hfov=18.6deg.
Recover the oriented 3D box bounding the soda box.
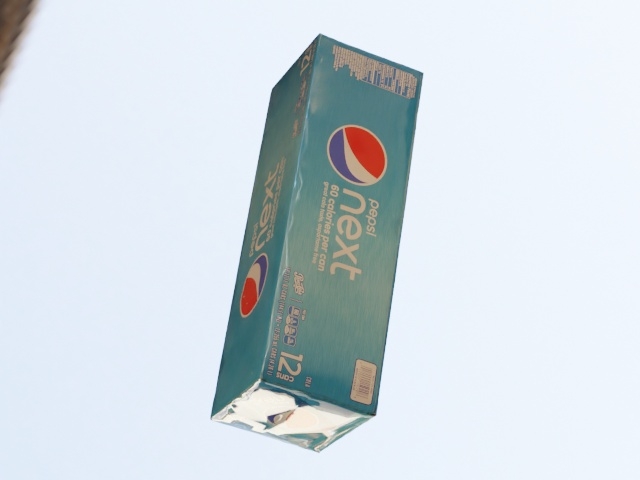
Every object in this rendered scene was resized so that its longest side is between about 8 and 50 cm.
[{"bbox_3d":[0.000,0.000,1.044,0.067,0.210,0.071,20,-30,-17],"label":"soda box"}]
